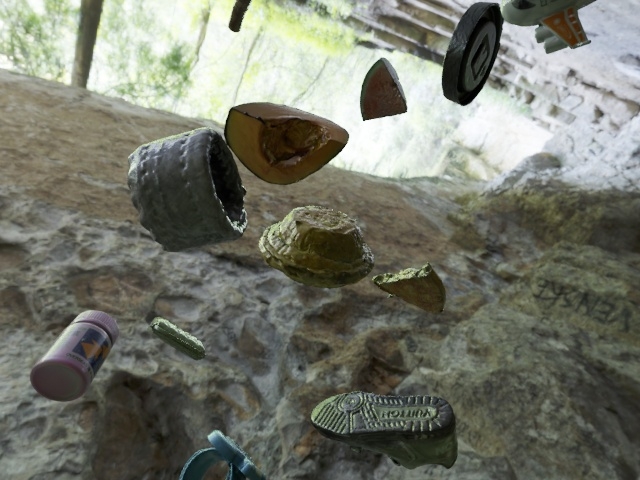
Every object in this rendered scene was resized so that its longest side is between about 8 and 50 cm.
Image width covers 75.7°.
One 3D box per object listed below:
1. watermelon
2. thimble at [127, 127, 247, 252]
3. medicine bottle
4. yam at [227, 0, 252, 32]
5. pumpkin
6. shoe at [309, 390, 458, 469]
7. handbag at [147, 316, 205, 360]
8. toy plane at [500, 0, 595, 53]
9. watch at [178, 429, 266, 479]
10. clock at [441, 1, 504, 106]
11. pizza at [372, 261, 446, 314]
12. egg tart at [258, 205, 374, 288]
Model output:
[{"bbox_3d":[0.188,-0.467,1.322,0.136,0.207,0.202,16,-150,-24],"label":"watermelon"},{"bbox_3d":[-0.245,-0.091,0.797,0.157,0.217,0.245,-10,170,5],"label":"thimble"},{"bbox_3d":[-0.843,0.393,1.437,0.178,0.178,0.291,17,-158,-10],"label":"medicine bottle"},{"bbox_3d":[-0.289,-0.864,1.514,0.066,0.066,0.299,11,172,-21],"label":"yam"},{"bbox_3d":[-0.075,-0.242,1.059,0.312,0.169,0.148,21,-142,12],"label":"pumpkin"},{"bbox_3d":[0.127,0.386,0.804,0.292,0.149,0.109,-12,-158,28],"label":"shoe"},{"bbox_3d":[-0.571,0.398,1.658,0.256,0.079,0.219,40,158,-21],"label":"handbag"},{"bbox_3d":[0.455,-0.473,0.750,0.244,0.245,0.117,35,-151,25],"label":"toy plane"},{"bbox_3d":[-0.280,0.658,1.129,0.211,0.211,0.193,35,-114,24],"label":"watch"},{"bbox_3d":[0.445,-0.541,1.206,0.055,0.281,0.280,29,-154,30],"label":"clock"},{"bbox_3d":[0.330,0.161,1.561,0.287,0.280,0.075,13,-126,27],"label":"pizza"},{"bbox_3d":[0.000,0.000,1.324,0.387,0.169,0.388,10,-153,-5],"label":"egg tart"}]
